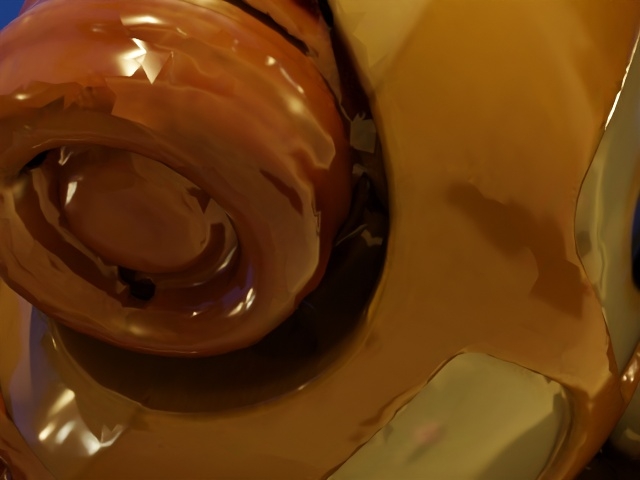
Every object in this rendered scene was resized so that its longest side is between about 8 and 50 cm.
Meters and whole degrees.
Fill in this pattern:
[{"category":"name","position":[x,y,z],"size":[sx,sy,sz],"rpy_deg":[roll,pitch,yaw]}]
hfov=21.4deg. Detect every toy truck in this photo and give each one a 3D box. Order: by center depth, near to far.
[{"category":"toy truck","position":[0.000,0.000,0.455],"size":[0.211,0.204,0.288],"rpy_deg":[33,-43,-14]}]
